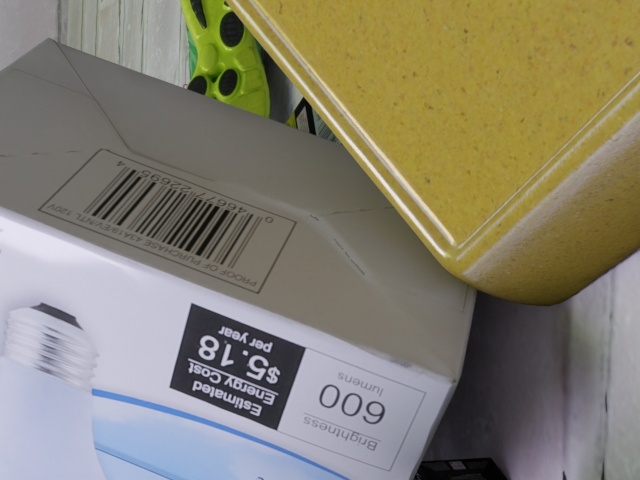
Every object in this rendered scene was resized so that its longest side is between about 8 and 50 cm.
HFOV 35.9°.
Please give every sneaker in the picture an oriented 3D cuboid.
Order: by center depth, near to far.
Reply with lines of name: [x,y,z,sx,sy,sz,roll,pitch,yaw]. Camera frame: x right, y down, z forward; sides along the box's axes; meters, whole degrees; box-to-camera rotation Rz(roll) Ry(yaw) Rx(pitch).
sneaker: [-0.104,-0.176,1.137,0.123,0.109,0.295,70,-164,-62]

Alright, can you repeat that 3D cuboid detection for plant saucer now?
plant saucer: [0.068,-0.132,0.504,0.333,0.081,0.333,51,150,9]

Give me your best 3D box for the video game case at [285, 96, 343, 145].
video game case: [0.000,0.000,0.950,0.248,0.035,0.275,131,135,-56]

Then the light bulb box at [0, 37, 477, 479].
light bulb box: [-0.108,0.103,0.722,0.225,0.358,0.361,-63,-8,-57]

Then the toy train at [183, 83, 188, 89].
toy train: [-0.173,-0.143,1.368,0.166,0.046,0.125,-110,30,-48]

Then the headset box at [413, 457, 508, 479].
headset box: [0.088,0.194,0.684,0.032,0.062,0.083,-128,46,-58]
